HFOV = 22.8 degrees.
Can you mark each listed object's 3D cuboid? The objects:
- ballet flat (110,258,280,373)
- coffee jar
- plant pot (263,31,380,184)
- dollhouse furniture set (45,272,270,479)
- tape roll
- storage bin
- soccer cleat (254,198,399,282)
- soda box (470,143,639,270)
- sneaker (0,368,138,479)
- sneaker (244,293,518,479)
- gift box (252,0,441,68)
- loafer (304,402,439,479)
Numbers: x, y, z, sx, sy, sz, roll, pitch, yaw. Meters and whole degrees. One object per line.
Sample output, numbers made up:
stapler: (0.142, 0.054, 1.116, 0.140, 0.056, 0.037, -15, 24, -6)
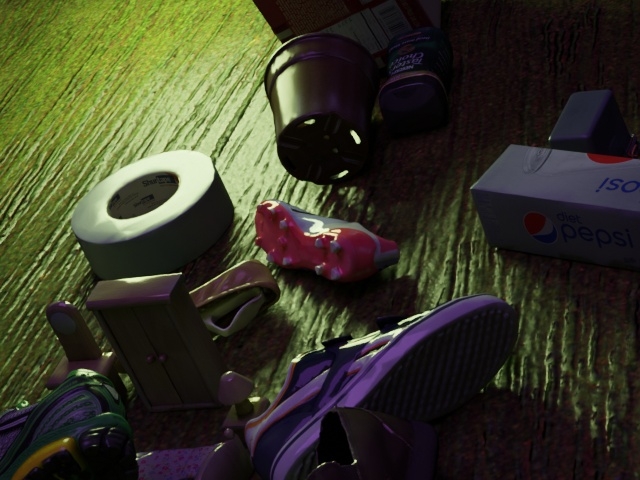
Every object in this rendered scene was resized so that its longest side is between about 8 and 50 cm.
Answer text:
ballet flat: (-0.151, 0.102, 1.954, 0.232, 0.080, 0.073, -34, 47, -15)
coffee jar: (0.136, -0.227, 2.260, 0.096, 0.079, 0.184, -13, 33, 17)
plant pot: (0.001, -0.174, 2.204, 0.167, 0.167, 0.165, -15, 39, 14)
dollhouse furniture set: (-0.245, 0.216, 1.743, 0.303, 0.174, 0.355, -6, 35, 27)
tape roll: (-0.235, -0.036, 2.222, 0.219, 0.072, 0.219, -18, 31, 11)
storage bin: (0.335, -0.119, 1.948, 0.098, 0.091, 0.135, -2, 38, 32)
soccer cleat: (0.000, 0.000, 2.021, 0.095, 0.083, 0.248, -6, 15, -31)
soda box: (0.319, -0.037, 1.831, 0.286, 0.091, 0.098, 11, 44, 43)
sneaker: (-0.327, 0.266, 1.694, 0.343, 0.134, 0.146, -34, 38, 19)
sneaker: (0.056, 0.146, 1.694, 0.321, 0.126, 0.127, -34, 38, -14)
gift box: (0.063, -0.406, 2.425, 0.276, 0.255, 0.258, -20, 32, 17)
loafer: (0.022, 0.282, 1.470, 0.130, 0.134, 0.366, 24, 27, -6)
